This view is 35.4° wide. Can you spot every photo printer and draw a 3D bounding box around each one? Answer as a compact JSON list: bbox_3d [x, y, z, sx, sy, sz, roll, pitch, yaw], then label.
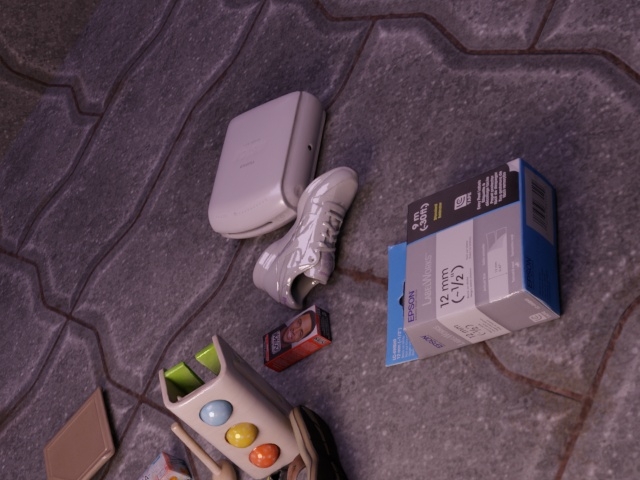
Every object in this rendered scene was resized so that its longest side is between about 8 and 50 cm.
[{"bbox_3d":[-0.121,-0.153,2.191,0.256,0.107,0.308,-15,54,42],"label":"photo printer"}]

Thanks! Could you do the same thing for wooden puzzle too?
[{"bbox_3d":[-0.545,0.478,2.278,0.221,0.044,0.239,-47,34,15],"label":"wooden puzzle"}]

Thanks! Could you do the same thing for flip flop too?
[{"bbox_3d":[-0.016,0.393,1.685,0.080,0.112,0.277,-38,37,13],"label":"flip flop"}]

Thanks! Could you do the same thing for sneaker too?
[{"bbox_3d":[-0.085,0.433,1.797,0.083,0.035,0.031,-44,39,18],"label":"sneaker"},{"bbox_3d":[0.000,0.000,1.972,0.152,0.114,0.305,40,100,39],"label":"sneaker"}]

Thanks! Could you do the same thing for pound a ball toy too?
[{"bbox_3d":[-0.168,0.338,1.764,0.208,0.319,0.136,-33,41,6],"label":"pound a ball toy"}]

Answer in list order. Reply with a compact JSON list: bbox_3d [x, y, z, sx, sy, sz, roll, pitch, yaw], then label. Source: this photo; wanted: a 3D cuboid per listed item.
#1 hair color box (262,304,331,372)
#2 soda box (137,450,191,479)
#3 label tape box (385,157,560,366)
[{"bbox_3d":[-0.047,0.188,1.921,0.141,0.043,0.072,-33,43,28],"label":"hair color box"},{"bbox_3d":[-0.341,0.511,2.004,0.183,0.063,0.058,-50,38,9],"label":"soda box"},{"bbox_3d":[0.219,0.044,1.672,0.347,0.115,0.249,-21,50,36],"label":"label tape box"}]
